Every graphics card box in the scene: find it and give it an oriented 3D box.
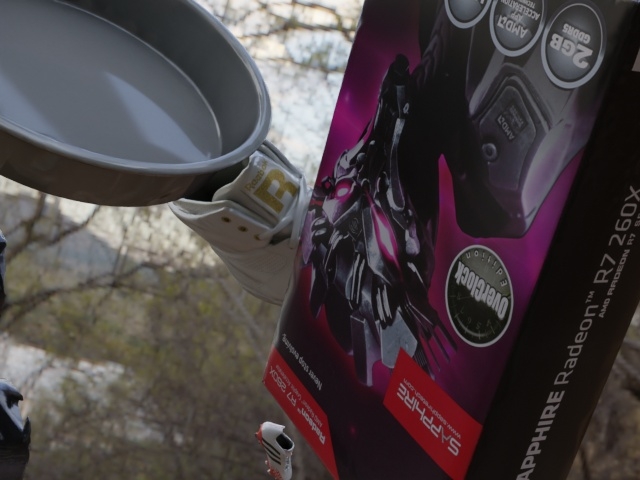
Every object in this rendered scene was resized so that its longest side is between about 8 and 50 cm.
[{"bbox_3d":[0.086,-0.001,0.699,0.094,0.371,0.233,2,28,-31],"label":"graphics card box"}]

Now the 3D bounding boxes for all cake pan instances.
[{"bbox_3d":[-0.177,-0.127,0.820,0.293,0.054,0.293,21,34,-15],"label":"cake pan"}]

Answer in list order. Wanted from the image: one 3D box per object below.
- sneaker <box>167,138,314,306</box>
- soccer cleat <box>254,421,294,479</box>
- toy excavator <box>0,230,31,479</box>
[{"bbox_3d":[0.000,0.000,0.909,0.292,0.108,0.169,9,-26,38],"label":"sneaker"},{"bbox_3d":[-0.042,0.227,1.219,0.035,0.029,0.083,-2,-56,27],"label":"soccer cleat"},{"bbox_3d":[-0.451,0.219,0.966,0.222,0.433,0.445,8,-28,-43],"label":"toy excavator"}]
